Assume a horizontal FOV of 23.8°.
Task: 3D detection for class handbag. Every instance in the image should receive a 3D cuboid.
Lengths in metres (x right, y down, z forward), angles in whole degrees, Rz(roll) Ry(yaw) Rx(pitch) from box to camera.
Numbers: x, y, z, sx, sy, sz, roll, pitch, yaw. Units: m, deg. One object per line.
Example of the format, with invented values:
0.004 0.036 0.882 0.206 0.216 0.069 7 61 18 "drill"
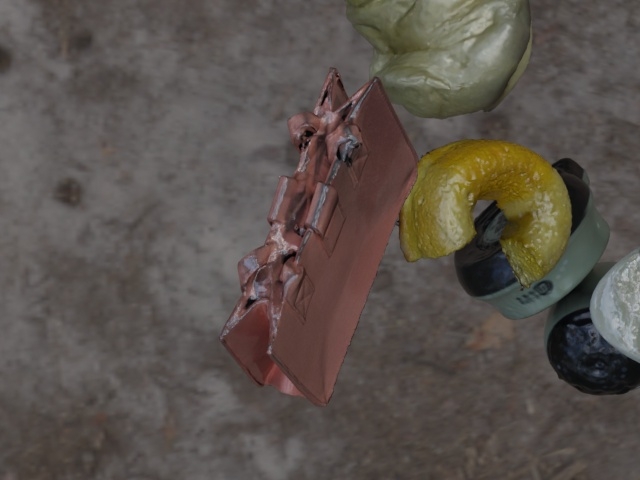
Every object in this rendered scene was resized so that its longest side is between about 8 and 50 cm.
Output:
0.000 0.000 1.089 0.059 0.157 0.212 16 74 20 "handbag"

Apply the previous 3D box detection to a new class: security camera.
0.316 0.067 1.877 0.197 0.191 0.277 -35 109 29 "security camera"

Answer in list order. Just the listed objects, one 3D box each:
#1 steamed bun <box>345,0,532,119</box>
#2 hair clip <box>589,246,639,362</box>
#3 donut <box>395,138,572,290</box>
0.148 -0.341 1.982 0.325 0.230 0.372 8 86 66 "steamed bun"
0.383 0.053 1.340 0.113 0.282 0.172 -13 81 62 "hair clip"
0.171 -0.035 1.506 0.078 0.181 0.146 165 117 -71 "donut"
